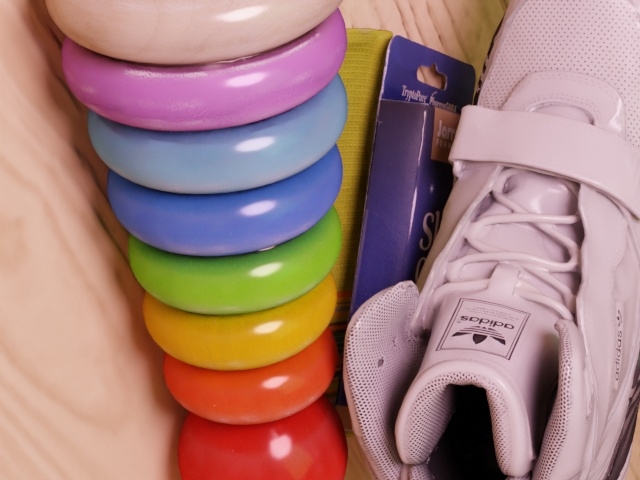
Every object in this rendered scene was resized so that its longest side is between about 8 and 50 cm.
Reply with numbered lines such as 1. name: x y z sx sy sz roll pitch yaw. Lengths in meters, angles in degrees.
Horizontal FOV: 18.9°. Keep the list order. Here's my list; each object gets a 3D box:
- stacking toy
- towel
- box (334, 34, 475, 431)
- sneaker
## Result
1. stacking toy: -0.046 0.006 0.949 0.141 0.141 0.330 -36 133 -42
2. towel: 0.000 0.000 1.076 0.102 0.021 0.237 -10 106 -52
3. box: 0.065 0.001 1.124 0.136 0.037 0.225 9 88 -63
4. sneaker: 0.115 0.004 1.009 0.210 0.137 0.365 -7 107 -71
